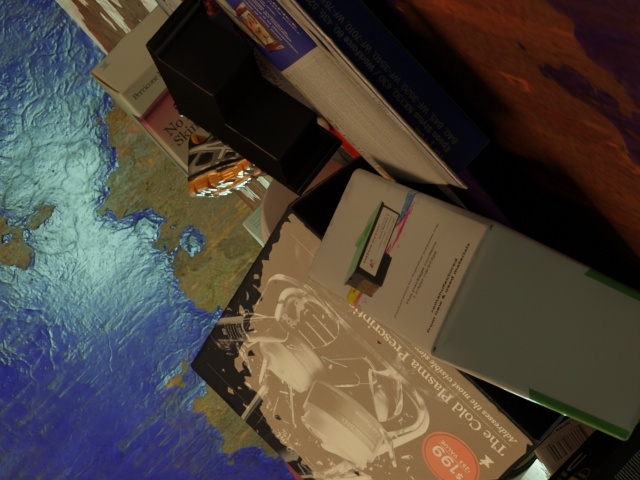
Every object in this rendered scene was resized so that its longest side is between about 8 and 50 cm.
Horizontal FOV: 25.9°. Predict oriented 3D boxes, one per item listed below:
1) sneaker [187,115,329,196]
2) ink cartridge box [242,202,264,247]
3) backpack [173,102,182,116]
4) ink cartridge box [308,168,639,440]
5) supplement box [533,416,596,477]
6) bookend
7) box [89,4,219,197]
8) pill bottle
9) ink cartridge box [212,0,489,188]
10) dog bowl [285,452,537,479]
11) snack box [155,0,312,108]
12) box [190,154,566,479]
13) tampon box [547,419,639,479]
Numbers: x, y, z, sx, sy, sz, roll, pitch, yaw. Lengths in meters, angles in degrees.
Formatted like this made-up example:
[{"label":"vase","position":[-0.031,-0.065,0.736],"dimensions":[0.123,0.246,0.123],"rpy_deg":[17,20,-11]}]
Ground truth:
[{"label":"sneaker","position":[-0.086,-0.120,1.730],"dimensions":[0.084,0.214,0.083],"rpy_deg":[7,-112,-59]},{"label":"ink cartridge box","position":[0.000,0.000,2.175],"dimensions":[0.231,0.134,0.078],"rpy_deg":[39,172,43]},{"label":"backpack","position":[-0.136,-0.204,1.801],"dimensions":[0.084,0.105,0.114],"rpy_deg":[25,-170,-14]},{"label":"ink cartridge box","position":[0.137,0.046,1.181],"dimensions":[0.201,0.117,0.278],"rpy_deg":[24,-178,-23]},{"label":"supplement box","position":[0.357,0.307,1.661],"dimensions":[0.220,0.111,0.114],"rpy_deg":[58,-178,28]},{"label":"bookend","position":[-0.069,-0.136,1.309],"dimensions":[0.156,0.072,0.157],"rpy_deg":[35,169,17]},{"label":"box","position":[-0.190,-0.200,2.002],"dimensions":[0.232,0.148,0.127],"rpy_deg":[48,174,-36]},{"label":"pill bottle","position":[0.003,-0.014,1.884],"dimensions":[0.161,0.161,0.283],"rpy_deg":[44,175,10]},{"label":"ink cartridge box","position":[0.005,-0.170,1.149],"dimensions":[0.303,0.072,0.307],"rpy_deg":[47,174,-8]},{"label":"dog bowl","position":[0.117,0.272,2.049],"dimensions":[0.407,0.150,0.408],"rpy_deg":[14,-152,-7]},{"label":"snack box","position":[-0.100,-0.232,1.463],"dimensions":[0.207,0.070,0.174],"rpy_deg":[41,174,46]},{"label":"box","position":[0.078,0.131,1.507],"dimensions":[0.343,0.179,0.312],"rpy_deg":[43,137,10]},{"label":"tampon box","position":[0.332,0.271,1.535],"dimensions":[0.101,0.161,0.120],"rpy_deg":[45,174,-1]}]
